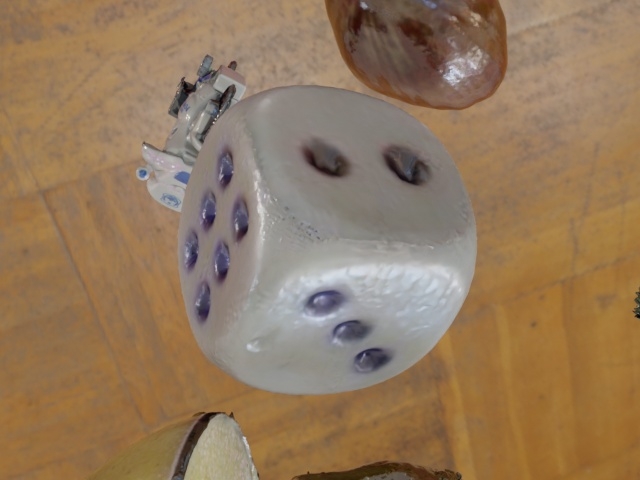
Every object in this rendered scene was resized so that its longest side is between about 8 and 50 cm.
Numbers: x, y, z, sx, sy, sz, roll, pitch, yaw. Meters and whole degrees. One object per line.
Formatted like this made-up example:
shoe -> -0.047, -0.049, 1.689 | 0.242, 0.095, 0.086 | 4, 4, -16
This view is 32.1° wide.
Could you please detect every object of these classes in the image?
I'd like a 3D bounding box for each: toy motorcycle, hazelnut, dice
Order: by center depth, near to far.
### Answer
dice -> 0.000, 0.000, 0.905 | 0.192, 0.194, 0.193 | 6, 137, -26
toy motorcycle -> -0.122, -0.110, 1.143 | 0.102, 0.221, 0.150 | 26, 105, -11
hazelnut -> 0.104, -0.239, 1.185 | 0.181, 0.212, 0.180 | -34, 140, -28

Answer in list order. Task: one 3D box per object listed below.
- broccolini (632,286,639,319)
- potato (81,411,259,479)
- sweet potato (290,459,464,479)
broccolini -> 0.230, 0.120, 0.718 | 0.044, 0.218, 0.042 | 8, 151, -7
potato -> -0.114, 0.205, 0.693 | 0.117, 0.182, 0.202 | 3, 126, 18
sweet potato -> 0.101, 0.217, 0.900 | 0.274, 0.067, 0.067 | 14, 117, -26
